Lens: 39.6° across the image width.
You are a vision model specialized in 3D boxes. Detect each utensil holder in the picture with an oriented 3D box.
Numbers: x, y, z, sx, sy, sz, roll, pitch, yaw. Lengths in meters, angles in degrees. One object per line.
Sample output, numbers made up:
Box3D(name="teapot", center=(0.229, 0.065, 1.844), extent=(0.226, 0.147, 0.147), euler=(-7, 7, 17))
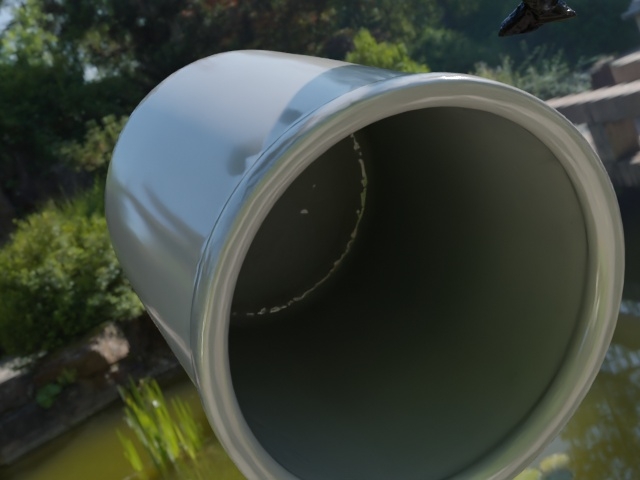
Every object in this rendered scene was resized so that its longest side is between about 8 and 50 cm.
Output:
Box3D(name="utensil holder", center=(0.000, 0.000, 0.763), extent=(0.328, 0.327, 0.385), euler=(-26, 26, -16))

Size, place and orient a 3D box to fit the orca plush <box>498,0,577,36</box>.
Box3D(name="orca plush", center=(0.159, -0.327, 0.884), extent=(0.102, 0.287, 0.151), euler=(-37, 42, -22))
